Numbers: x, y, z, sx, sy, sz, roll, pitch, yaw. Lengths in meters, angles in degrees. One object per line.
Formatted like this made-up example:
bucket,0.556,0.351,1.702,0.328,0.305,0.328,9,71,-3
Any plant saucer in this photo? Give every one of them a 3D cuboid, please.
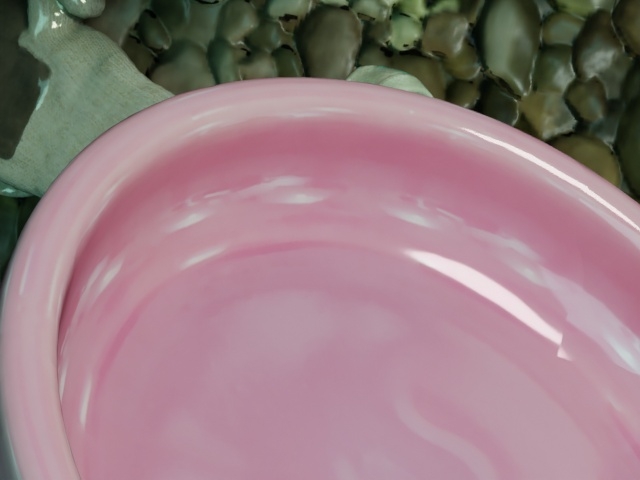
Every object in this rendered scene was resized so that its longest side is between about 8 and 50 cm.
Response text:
plant saucer,0.036,0.086,0.651,0.332,0.332,0.084,47,134,17

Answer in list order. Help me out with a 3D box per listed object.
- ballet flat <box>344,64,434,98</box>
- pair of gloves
ballet flat,0.000,0.000,0.803,0.052,0.057,0.168,40,105,48
pair of gloves,-0.096,-0.125,0.842,0.204,0.042,0.240,27,96,27
